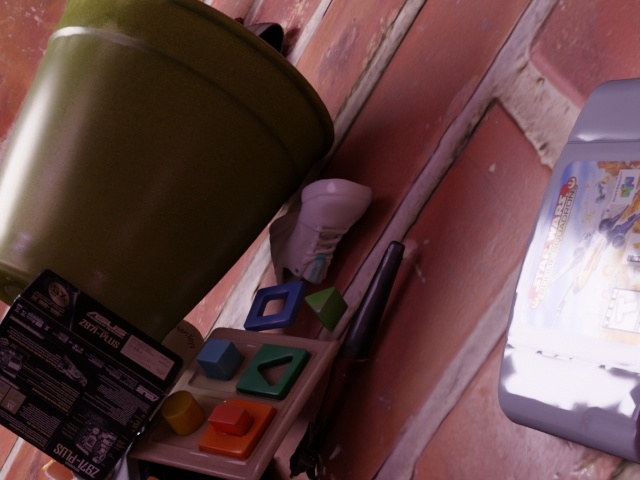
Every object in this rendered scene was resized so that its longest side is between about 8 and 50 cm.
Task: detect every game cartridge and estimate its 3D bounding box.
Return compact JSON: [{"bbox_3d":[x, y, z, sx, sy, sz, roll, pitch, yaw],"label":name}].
[{"bbox_3d":[0.234,0.013,0.968,0.198,0.062,0.297,8,79,60],"label":"game cartridge"}]

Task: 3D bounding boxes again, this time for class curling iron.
[{"bbox_3d":[0.032,0.129,1.297,0.068,0.035,0.274,-115,48,-81],"label":"curling iron"}]

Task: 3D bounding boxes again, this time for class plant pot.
[{"bbox_3d":[-0.226,-0.058,1.480,0.366,0.366,0.353,-9,48,62],"label":"plant pot"}]

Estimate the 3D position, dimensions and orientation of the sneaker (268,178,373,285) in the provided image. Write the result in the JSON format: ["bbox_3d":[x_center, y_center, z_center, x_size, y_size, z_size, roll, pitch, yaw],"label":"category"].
[{"bbox_3d":[0.000,0.000,1.434,0.212,0.080,0.094,138,140,-61],"label":"sneaker"}]

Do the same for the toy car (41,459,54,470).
[{"bbox_3d":[-0.457,0.430,2.086,0.122,0.060,0.040,-54,-20,-5],"label":"toy car"}]

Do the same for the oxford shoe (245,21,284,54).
[{"bbox_3d":[-0.119,-0.193,1.787,0.098,0.097,0.271,-12,61,54],"label":"oxford shoe"}]

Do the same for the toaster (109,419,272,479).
[{"bbox_3d":[-0.132,0.299,1.357,0.110,0.168,0.186,-61,25,23],"label":"toaster"}]

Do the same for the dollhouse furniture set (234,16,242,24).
[{"bbox_3d":[-0.252,-0.210,1.937,0.152,0.201,0.374,-43,35,44],"label":"dollhouse furniture set"}]

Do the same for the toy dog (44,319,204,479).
[{"bbox_3d":[-0.276,0.212,1.560,0.220,0.161,0.334,-66,-9,29],"label":"toy dog"}]

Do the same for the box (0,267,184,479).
[{"bbox_3d":[-0.259,0.143,1.307,0.147,0.180,0.077,-54,5,24],"label":"box"}]

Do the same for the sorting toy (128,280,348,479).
[{"bbox_3d":[-0.097,0.158,1.296,0.196,0.047,0.348,0,45,40],"label":"sorting toy"}]
